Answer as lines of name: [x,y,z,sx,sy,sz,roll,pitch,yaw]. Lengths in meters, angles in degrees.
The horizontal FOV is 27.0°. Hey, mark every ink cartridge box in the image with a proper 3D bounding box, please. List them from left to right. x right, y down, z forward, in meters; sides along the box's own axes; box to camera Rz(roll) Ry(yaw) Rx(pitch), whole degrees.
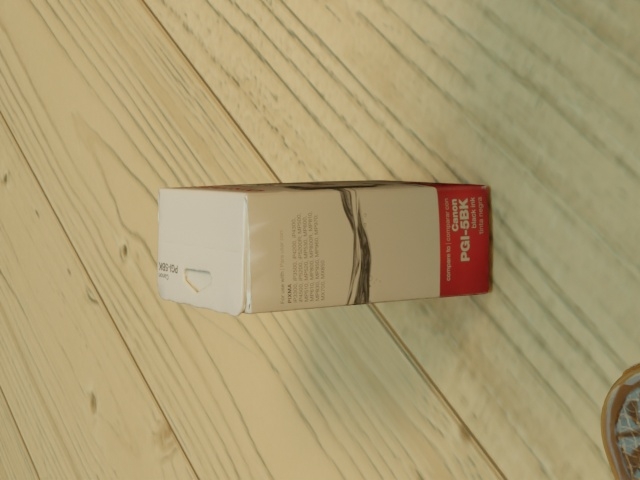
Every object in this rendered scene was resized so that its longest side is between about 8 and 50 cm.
ink cartridge box: [0.000,0.000,0.651,0.099,0.135,0.056,6,98,58]

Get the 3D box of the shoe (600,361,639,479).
shoe: [0.159,0.147,0.492,0.076,0.058,0.219,-14,85,28]
